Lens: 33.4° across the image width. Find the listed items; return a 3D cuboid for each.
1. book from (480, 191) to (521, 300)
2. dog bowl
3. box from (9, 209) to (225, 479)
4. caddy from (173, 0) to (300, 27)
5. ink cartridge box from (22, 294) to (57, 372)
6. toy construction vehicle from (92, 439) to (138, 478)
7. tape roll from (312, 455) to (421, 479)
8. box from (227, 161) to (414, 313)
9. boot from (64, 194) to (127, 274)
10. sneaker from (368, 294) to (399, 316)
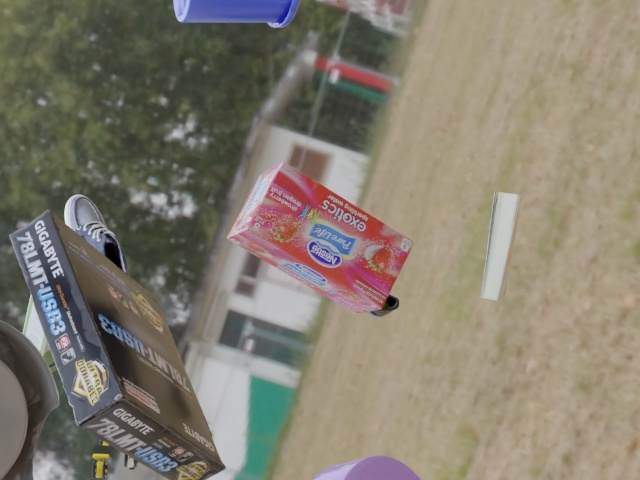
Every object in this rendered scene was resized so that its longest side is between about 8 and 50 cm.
[{"bbox_3d":[0.251,0.009,1.462,0.096,0.035,0.144,5,-86,-73],"label":"book"},{"bbox_3d":[-0.582,0.279,1.638,0.102,0.349,0.349,3,72,53],"label":"dog bowl"},{"bbox_3d":[-0.253,0.145,1.358,0.293,0.073,0.295,59,-176,34],"label":"box"},{"bbox_3d":[-0.080,-0.398,1.219,0.341,0.179,0.241,110,148,-56],"label":"caddy"},{"bbox_3d":[-0.538,0.171,2.141,0.109,0.062,0.209,-39,-26,-53],"label":"ink cartridge box"},{"bbox_3d":[-0.379,0.393,1.986,0.035,0.086,0.098,64,-155,-76],"label":"toy construction vehicle"},{"bbox_3d":[0.085,0.492,1.720,0.090,0.275,0.275,-24,37,40],"label":"tape roll"},{"bbox_3d":[0.000,0.000,1.696,0.128,0.257,0.122,-63,15,-16],"label":"box"},{"bbox_3d":[-0.375,-0.005,1.814,0.086,0.069,0.190,-39,69,49],"label":"boot"},{"bbox_3d":[0.090,0.106,2.213,0.078,0.188,0.067,-21,54,43],"label":"sneaker"}]
